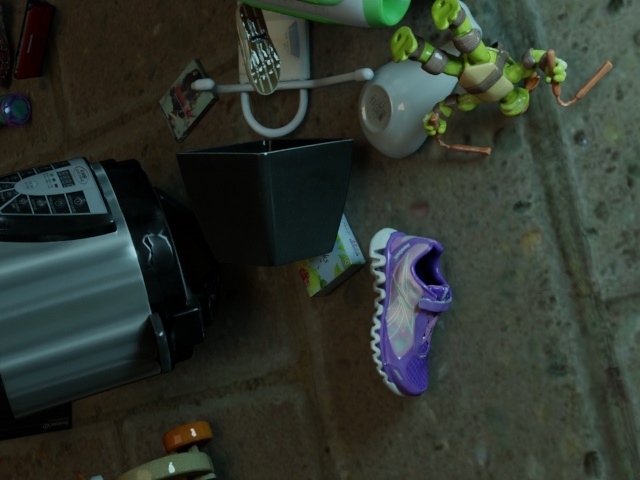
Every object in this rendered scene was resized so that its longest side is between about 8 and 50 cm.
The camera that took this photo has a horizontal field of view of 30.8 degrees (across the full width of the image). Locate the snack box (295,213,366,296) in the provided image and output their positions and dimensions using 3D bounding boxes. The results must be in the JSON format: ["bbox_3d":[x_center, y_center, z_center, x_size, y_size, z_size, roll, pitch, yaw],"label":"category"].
[{"bbox_3d":[0.000,0.000,1.746,0.100,0.037,0.141,-40,64,34],"label":"snack box"}]

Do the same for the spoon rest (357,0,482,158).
[{"bbox_3d":[0.138,-0.222,1.599,0.276,0.084,0.137,-50,58,47],"label":"spoon rest"}]

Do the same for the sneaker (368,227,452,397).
[{"bbox_3d":[0.131,0.097,1.599,0.104,0.095,0.236,-5,87,35],"label":"sneaker"}]

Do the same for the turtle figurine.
[{"bbox_3d":[0.209,-0.219,1.462,0.269,0.217,0.087,-22,47,41],"label":"turtle figurine"}]

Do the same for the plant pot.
[{"bbox_3d":[-0.075,-0.056,1.678,0.188,0.187,0.167,5,103,43],"label":"plant pot"}]

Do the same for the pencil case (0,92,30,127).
[{"bbox_3d":[-0.643,-0.251,2.313,0.151,0.064,0.070,-6,72,43],"label":"pencil case"}]

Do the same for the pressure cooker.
[{"bbox_3d":[-0.375,0.061,1.856,0.375,0.420,0.370,144,110,-74],"label":"pressure cooker"}]

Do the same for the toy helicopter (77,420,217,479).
[{"bbox_3d":[-0.330,0.430,1.932,0.355,0.235,0.140,-34,69,38],"label":"toy helicopter"}]

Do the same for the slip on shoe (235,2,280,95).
[{"bbox_3d":[-0.094,-0.274,1.664,0.041,0.051,0.135,-2,107,69],"label":"slip on shoe"}]

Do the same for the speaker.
[{"bbox_3d":[-0.025,-0.372,1.579,0.296,0.131,0.131,18,104,24],"label":"speaker"}]

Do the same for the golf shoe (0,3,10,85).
[{"bbox_3d":[-0.659,-0.398,2.333,0.086,0.067,0.186,-156,64,-73],"label":"golf shoe"}]

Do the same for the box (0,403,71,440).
[{"bbox_3d":[-0.597,0.273,2.154,0.103,0.261,0.184,-1,90,43],"label":"box"}]

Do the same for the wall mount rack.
[{"bbox_3d":[-0.047,-0.332,1.723,0.304,0.130,0.350,-1,92,23],"label":"wall mount rack"}]

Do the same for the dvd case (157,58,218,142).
[{"bbox_3d":[-0.225,-0.235,1.964,0.119,0.013,0.087,-44,63,35],"label":"dvd case"}]

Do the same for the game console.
[{"bbox_3d":[-0.570,-0.392,2.231,0.085,0.124,0.144,20,107,13],"label":"game console"}]
